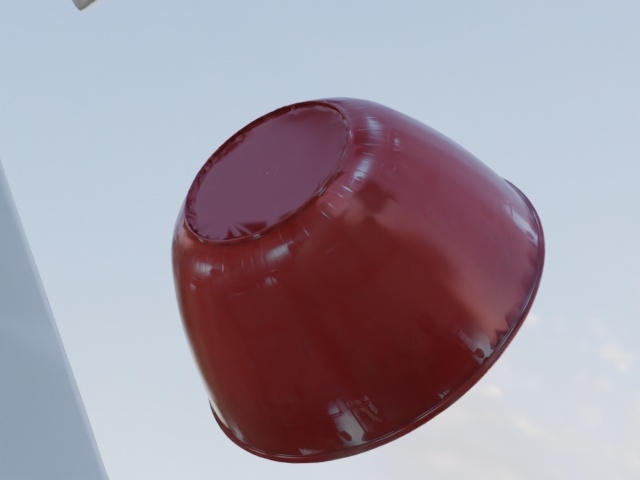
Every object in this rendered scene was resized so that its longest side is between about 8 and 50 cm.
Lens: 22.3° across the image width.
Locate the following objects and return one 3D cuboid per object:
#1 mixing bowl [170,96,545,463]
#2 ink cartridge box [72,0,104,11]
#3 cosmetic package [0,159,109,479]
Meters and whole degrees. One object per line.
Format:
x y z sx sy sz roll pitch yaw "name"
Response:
0.000 0.000 0.739 0.181 0.181 0.098 -4 -45 40 "mixing bowl"
-0.142 -0.287 1.055 0.223 0.129 0.307 58 -14 -11 "ink cartridge box"
-0.179 0.116 0.580 0.138 0.224 0.224 -7 -25 -36 "cosmetic package"
